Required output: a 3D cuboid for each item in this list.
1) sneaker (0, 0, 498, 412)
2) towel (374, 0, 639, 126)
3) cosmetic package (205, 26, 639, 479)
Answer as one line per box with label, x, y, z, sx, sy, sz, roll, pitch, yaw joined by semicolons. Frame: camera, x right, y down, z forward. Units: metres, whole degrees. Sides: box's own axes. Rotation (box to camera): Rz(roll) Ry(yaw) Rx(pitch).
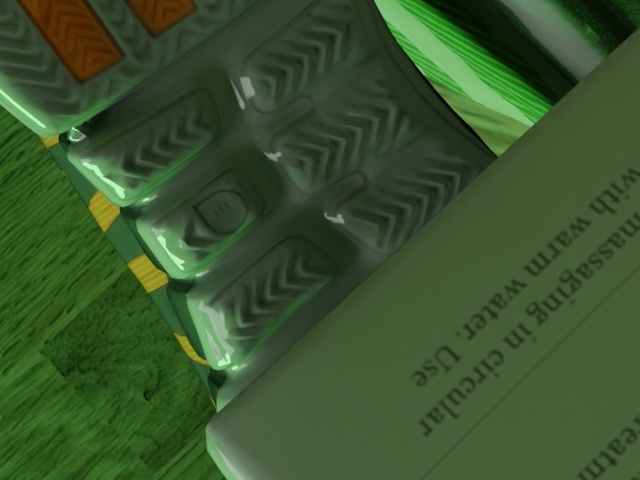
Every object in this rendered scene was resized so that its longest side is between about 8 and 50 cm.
sneaker;-0.011;-0.022;0.551;0.321;0.124;0.180;61;177;-25
towel;-0.002;-0.117;0.593;0.248;0.038;0.325;38;180;-32
cosmetic package;0.173;0.116;0.354;0.365;0.197;0.155;47;172;19
